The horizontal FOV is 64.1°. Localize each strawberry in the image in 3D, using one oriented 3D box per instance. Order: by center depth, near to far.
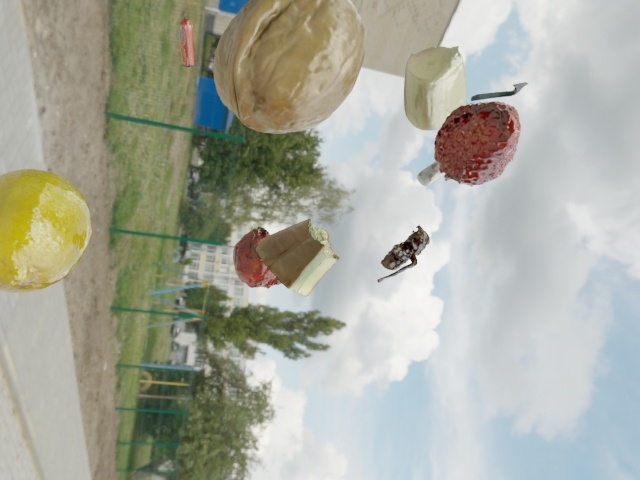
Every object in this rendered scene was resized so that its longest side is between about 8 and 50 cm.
[{"bbox_3d":[0.380,-0.238,1.198,0.244,0.205,0.205,150,-52,-81],"label":"strawberry"}]

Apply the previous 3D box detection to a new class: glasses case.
[{"bbox_3d":[0.432,-0.258,1.923,0.063,0.164,0.041,52,-24,11],"label":"glasses case"}]

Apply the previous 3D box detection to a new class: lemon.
[{"bbox_3d":[-0.583,-0.022,1.019,0.263,0.235,0.236,-128,-131,-74],"label":"lemon"}]

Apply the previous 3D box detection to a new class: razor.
[{"bbox_3d":[0.548,-0.456,1.597,0.190,0.066,0.033,4,-70,57],"label":"razor"}]

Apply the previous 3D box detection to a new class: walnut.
[{"bbox_3d":[-0.061,-0.355,1.014,0.313,0.277,0.252,-53,174,-6],"label":"walnut"}]

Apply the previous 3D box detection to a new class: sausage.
[{"bbox_3d":[-0.393,-0.590,1.510,0.050,0.048,0.145,-100,-168,-60],"label":"sausage"}]

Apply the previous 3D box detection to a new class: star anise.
[{"bbox_3d":[0.184,0.037,1.158,0.070,0.190,0.097,54,-28,10],"label":"star anise"}]

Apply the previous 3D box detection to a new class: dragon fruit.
[{"bbox_3d":[-0.197,0.062,1.639,0.172,0.172,0.210,-135,-154,-74],"label":"dragon fruit"}]

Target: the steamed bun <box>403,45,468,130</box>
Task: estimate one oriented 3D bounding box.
[{"bbox_3d":[0.330,-0.460,1.509,0.170,0.200,0.226,46,-22,38],"label":"steamed bun"}]

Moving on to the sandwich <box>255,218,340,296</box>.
[{"bbox_3d":[-0.068,0.022,1.455,0.186,0.108,0.220,-51,-130,3],"label":"sandwich"}]

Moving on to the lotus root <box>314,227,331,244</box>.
[{"bbox_3d":[0.000,0.000,1.737,0.049,0.099,0.054,-27,-164,28],"label":"lotus root"}]
